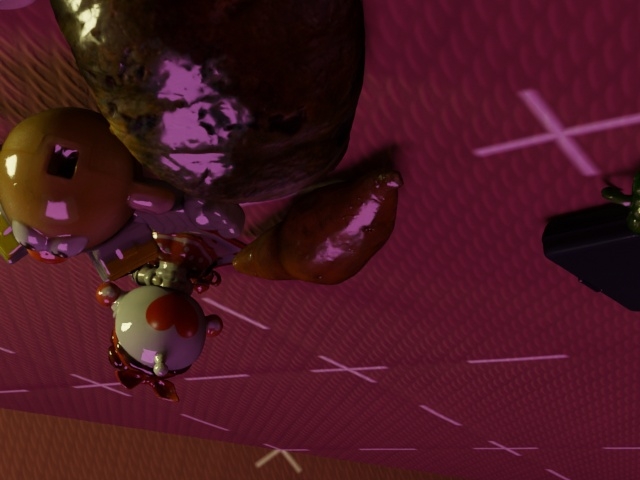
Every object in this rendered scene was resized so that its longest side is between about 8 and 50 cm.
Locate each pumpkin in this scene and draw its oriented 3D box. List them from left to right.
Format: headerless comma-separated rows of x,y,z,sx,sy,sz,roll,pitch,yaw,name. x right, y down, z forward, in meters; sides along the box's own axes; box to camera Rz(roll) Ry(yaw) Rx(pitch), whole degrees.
-0.075,-0.135,0.734,0.312,0.169,0.148,19,158,-26,pumpkin

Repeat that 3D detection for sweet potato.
0.004,-0.001,1.122,0.112,0.112,0.359,17,153,-22,sweet potato

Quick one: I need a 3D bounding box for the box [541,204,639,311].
0.388,0.022,1.128,0.160,0.050,0.230,-15,149,42,box

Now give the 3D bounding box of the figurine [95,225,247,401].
-0.209,0.101,1.275,0.160,0.226,0.183,-14,149,39,figurine

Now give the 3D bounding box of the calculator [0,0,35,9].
-0.310,-0.230,0.771,0.166,0.024,0.103,13,157,-16,calculator

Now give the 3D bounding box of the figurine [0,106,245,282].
-0.263,-0.051,0.991,0.343,0.167,0.285,-9,170,-18,figurine

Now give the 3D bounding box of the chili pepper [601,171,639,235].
0.418,-0.033,0.953,0.257,0.100,0.074,6,133,9,chili pepper
